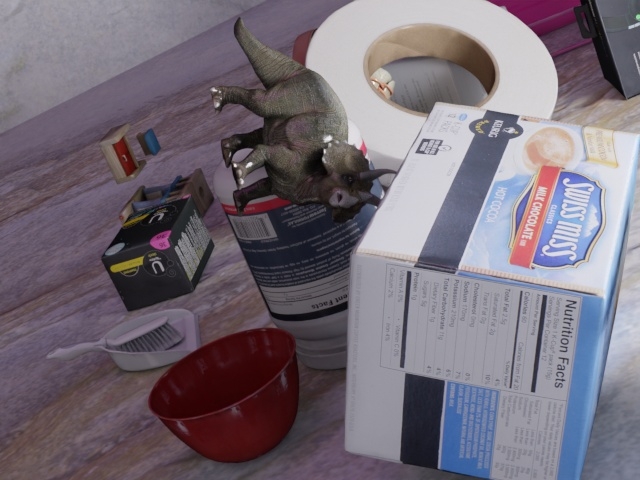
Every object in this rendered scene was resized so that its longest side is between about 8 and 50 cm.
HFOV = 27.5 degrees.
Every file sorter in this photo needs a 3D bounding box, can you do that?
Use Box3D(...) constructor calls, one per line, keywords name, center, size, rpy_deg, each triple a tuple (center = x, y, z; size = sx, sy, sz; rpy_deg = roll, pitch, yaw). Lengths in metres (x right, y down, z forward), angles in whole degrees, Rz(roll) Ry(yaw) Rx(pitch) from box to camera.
Box3D(name="file sorter", center=(0.387, -0.489, 2.370), size=(0.202, 0.291, 0.182), rpy_deg=(-22, 24, 3))

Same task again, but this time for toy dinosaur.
Box3D(name="toy dinosaur", center=(-0.030, -0.117, 1.446), size=(0.160, 0.121, 0.314), rpy_deg=(-12, 52, -7))

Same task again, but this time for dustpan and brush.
Box3D(name="dustpan and brush", center=(-0.278, 0.145, 1.834), size=(0.211, 0.060, 0.147), rpy_deg=(-23, 21, 1))

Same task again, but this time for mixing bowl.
Box3D(name="mixing bowl", center=(-0.095, 0.188, 1.491), size=(0.181, 0.098, 0.181), rpy_deg=(-19, 22, 8))

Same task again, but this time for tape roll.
Box3D(name="tape roll", center=(0.164, -0.235, 1.990), size=(0.392, 0.072, 0.392), rpy_deg=(2, 50, -3))

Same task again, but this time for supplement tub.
Box3D(name="supplement tub", center=(0.000, 0.000, 1.603), size=(0.191, 0.272, 0.191), rpy_deg=(-20, 21, 8))

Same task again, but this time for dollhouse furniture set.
Box3D(name="dollhouse furniture set", center=(-0.294, -0.110, 2.291), size=(0.129, 0.184, 0.129), rpy_deg=(-16, 22, 18))

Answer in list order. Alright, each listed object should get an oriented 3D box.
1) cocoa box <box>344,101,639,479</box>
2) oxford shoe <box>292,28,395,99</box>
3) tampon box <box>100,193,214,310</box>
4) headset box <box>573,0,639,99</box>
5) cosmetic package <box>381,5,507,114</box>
Box3D(name="cocoa box", center=(0.179, 0.044, 1.297), size=(0.227, 0.231, 0.347), rpy_deg=(9, 31, 14))
Box3D(name="oxford shoe", center=(0.043, -0.214, 2.081), size=(0.146, 0.140, 0.397), rpy_deg=(-25, 50, 25))
Box3D(name="tampon box", center=(-0.252, 0.018, 2.056), size=(0.120, 0.101, 0.161), rpy_deg=(-17, 22, 16))
Box3D(name="headset box", center=(0.536, -0.384, 2.022), size=(0.283, 0.246, 0.131), rpy_deg=(-22, 22, 5))
Box3D(name="cosmetic package", center=(0.143, -0.280, 2.304), size=(0.385, 0.156, 0.217), rpy_deg=(-3, 29, 45))
